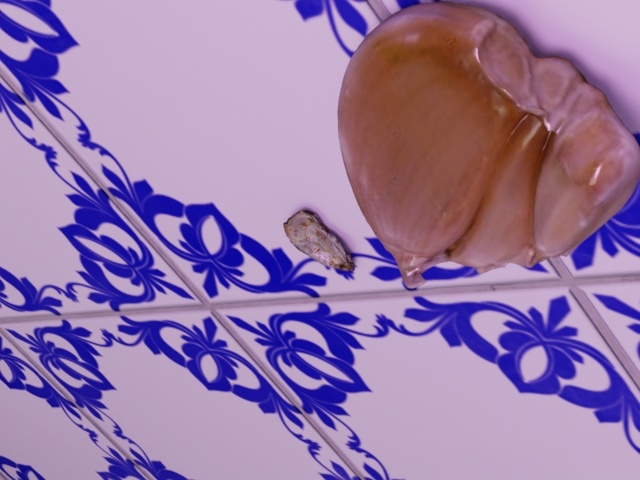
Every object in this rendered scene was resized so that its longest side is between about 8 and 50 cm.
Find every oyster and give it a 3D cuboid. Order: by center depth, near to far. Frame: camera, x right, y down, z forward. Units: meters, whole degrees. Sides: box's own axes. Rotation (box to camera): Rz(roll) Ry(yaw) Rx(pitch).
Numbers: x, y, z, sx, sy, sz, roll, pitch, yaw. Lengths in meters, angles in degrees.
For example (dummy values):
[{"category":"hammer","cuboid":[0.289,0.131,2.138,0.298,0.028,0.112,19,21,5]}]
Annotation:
[{"category":"oyster","cuboid":[0.003,0.002,1.241,0.083,0.019,0.054,43,146,-11]}]

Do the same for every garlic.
[{"category":"garlic","cuboid":[0.112,-0.071,0.962,0.217,0.110,0.228,44,138,5]}]
